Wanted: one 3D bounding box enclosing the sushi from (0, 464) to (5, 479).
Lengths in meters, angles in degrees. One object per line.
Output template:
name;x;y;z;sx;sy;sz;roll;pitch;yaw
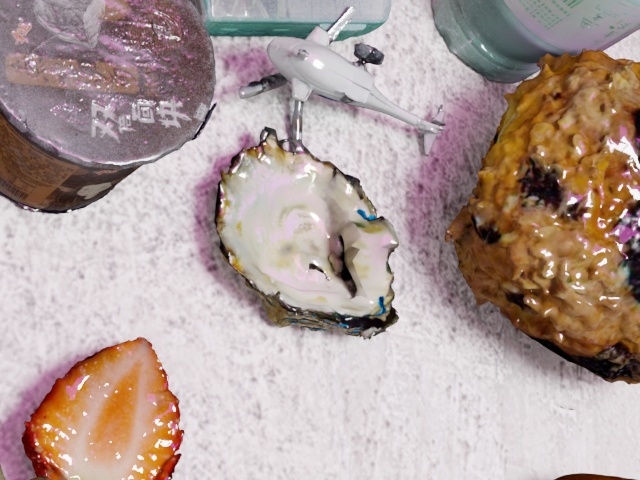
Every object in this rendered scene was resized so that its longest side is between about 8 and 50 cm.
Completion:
sushi;-0.331;0.153;0.844;0.134;0.109;0.273;20;65;-49

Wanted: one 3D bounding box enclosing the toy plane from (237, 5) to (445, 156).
toy plane;0.047;-0.160;1.157;0.273;0.107;0.182;41;77;-30

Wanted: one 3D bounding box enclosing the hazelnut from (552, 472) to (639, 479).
hazelnut;0.340;0.363;1.120;0.251;0.217;0.217;30;60;9

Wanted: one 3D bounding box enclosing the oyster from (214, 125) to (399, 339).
oyster;-0.005;0.002;1.108;0.259;0.092;0.198;34;61;-5

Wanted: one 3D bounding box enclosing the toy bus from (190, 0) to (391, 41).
toy bus;-0.038;-0.293;1.180;0.261;0.091;0.109;-6;88;-28

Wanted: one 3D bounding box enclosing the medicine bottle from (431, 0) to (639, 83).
medicine bottle;0.297;-0.344;1.255;0.244;0.290;0.245;8;73;-25

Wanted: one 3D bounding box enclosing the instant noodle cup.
instant noodle cup;-0.234;-0.136;0.953;0.217;0.207;0.218;9;70;-27

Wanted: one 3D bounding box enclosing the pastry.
pastry;0.328;-0.013;1.173;0.337;0.292;0.405;-34;100;-21

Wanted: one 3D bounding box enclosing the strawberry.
strawberry;-0.207;0.177;0.947;0.146;0.082;0.187;31;56;-23
